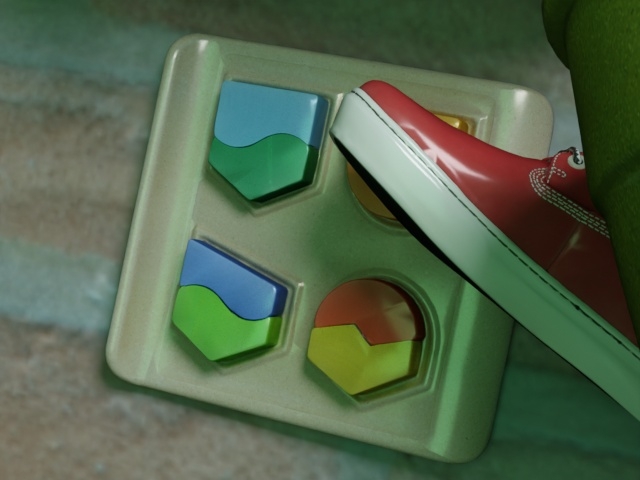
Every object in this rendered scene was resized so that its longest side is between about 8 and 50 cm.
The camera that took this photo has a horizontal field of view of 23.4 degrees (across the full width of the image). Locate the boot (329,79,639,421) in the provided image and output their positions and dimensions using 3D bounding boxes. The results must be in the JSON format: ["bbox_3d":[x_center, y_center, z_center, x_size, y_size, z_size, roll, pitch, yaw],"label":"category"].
[{"bbox_3d":[0.140,-0.034,0.713,0.244,0.088,0.176,38,94,-7],"label":"boot"}]

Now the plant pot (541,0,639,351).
[{"bbox_3d":[0.267,0.072,0.481,0.367,0.366,0.353,-6,79,15],"label":"plant pot"}]

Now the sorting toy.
[{"bbox_3d":[0.000,0.000,0.793,0.208,0.038,0.193,12,90,16],"label":"sorting toy"}]
